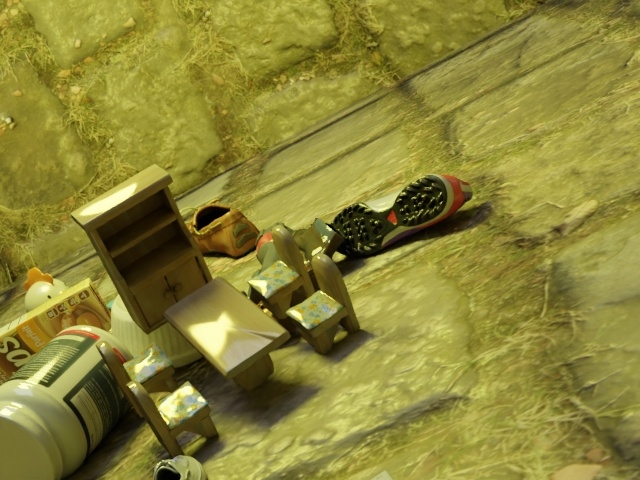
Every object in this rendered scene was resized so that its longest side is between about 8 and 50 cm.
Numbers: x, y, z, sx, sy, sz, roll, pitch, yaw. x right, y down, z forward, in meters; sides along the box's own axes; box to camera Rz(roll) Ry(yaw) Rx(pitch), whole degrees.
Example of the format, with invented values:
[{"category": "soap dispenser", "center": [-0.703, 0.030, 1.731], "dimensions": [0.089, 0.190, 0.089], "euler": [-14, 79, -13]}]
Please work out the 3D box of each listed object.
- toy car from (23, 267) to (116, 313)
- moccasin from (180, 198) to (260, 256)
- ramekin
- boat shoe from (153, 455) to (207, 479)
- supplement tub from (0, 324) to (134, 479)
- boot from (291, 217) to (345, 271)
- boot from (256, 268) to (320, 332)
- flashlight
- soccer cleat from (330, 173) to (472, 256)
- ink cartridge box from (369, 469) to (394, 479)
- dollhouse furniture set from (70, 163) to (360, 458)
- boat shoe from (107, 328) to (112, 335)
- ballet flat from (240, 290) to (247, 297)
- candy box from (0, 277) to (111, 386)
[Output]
[{"category": "toy car", "center": [-0.604, 0.164, 2.253], "dimensions": [0.210, 0.238, 0.219], "euler": [-19, 18, 33]}, {"category": "moccasin", "center": [-0.279, -0.041, 2.514], "dimensions": [0.139, 0.147, 0.380], "euler": [-33, 15, -13]}, {"category": "ramekin", "center": [-0.306, 0.153, 1.857], "dimensions": [0.207, 0.109, 0.207], "euler": [-4, 24, 2]}, {"category": "boat shoe", "center": [-0.200, 0.330, 1.300], "dimensions": [0.066, 0.063, 0.184], "euler": [-27, 15, 7]}, {"category": "supplement tub", "center": [-0.451, 0.288, 1.654], "dimensions": [0.191, 0.191, 0.272], "euler": [-20, 17, 31]}, {"category": "boot", "center": [0.000, 0.000, 1.933], "dimensions": [0.106, 0.082, 0.219], "euler": [-54, 20, 14]}, {"category": "boot", "center": [-0.072, 0.119, 1.761], "dimensions": [0.152, 0.073, 0.197], "euler": [-20, 14, 46]}, {"category": "flashlight", "center": [-0.098, 0.063, 1.957], "dimensions": [0.103, 0.103, 0.304], "euler": [-24, 20, 14]}, {"category": "soccer cleat", "center": [0.152, -0.045, 1.872], "dimensions": [0.116, 0.109, 0.318], "euler": [-4, -16, -47]}, {"category": "ink cartridge box", "center": [0.048, 0.298, 0.958], "dimensions": [0.109, 0.062, 0.209], "euler": [-31, 15, -6]}, {"category": "dollhouse furniture set", "center": [-0.210, 0.076, 1.563], "dimensions": [0.362, 0.257, 0.394], "euler": [-34, 37, -19]}, {"category": "boat shoe", "center": [-0.413, 0.203, 2.039], "dimensions": [0.183, 0.066, 0.066], "euler": [-11, 52, -4]}, {"category": "ballet flat", "center": [-0.206, 0.132, 1.959], "dimensions": [0.074, 0.074, 0.203], "euler": [-40, 18, -35]}, {"category": "candy box", "center": [-0.592, 0.242, 2.082], "dimensions": [0.316, 0.183, 0.087], "euler": [-31, 14, -6]}]
